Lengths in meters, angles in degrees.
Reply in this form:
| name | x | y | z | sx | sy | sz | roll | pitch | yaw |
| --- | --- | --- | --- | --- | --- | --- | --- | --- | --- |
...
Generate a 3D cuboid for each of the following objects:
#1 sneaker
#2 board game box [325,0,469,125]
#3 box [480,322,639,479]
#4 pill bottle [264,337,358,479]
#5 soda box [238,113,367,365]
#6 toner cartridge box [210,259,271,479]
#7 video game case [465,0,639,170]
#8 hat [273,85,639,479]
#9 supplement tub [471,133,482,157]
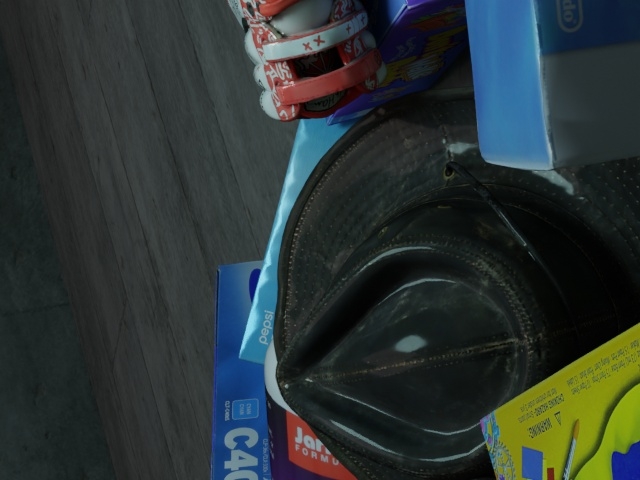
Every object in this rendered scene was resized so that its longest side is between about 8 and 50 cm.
| name | x | y | z | sx | sy | sz | roll | pitch | yaw |
| --- | --- | --- | --- | --- | --- | --- | --- | --- | --- |
| sneaker | -0.010 | -0.157 | 0.943 | 0.270 | 0.090 | 0.145 | 97 | 153 | -77 |
| board game box | 0.027 | -0.228 | 1.114 | 0.347 | 0.078 | 0.233 | 137 | 116 | -80 |
| box | 0.227 | 0.157 | 0.675 | 0.290 | 0.177 | 0.279 | 128 | 129 | -67 |
| pill bottle | 0.053 | 0.161 | 1.203 | 0.181 | 0.181 | 0.323 | -136 | 39 | -61 |
| soda box | 0.000 | 0.000 | 1.304 | 0.067 | 0.071 | 0.210 | 27 | -102 | -82 |
| toner cartridge box | -0.047 | 0.191 | 1.497 | 0.348 | 0.075 | 0.165 | -93 | -5 | -49 |
| video game case | 0.162 | -0.175 | 0.574 | 0.061 | 0.244 | 0.270 | -160 | 61 | -69 |
| hat | 0.067 | 0.066 | 0.955 | 0.331 | 0.134 | 0.331 | 12 | 109 | 37 |
| supplement tub | 0.115 | -0.047 | 1.027 | 0.107 | 0.071 | 0.071 | -66 | 31 | 22 |
